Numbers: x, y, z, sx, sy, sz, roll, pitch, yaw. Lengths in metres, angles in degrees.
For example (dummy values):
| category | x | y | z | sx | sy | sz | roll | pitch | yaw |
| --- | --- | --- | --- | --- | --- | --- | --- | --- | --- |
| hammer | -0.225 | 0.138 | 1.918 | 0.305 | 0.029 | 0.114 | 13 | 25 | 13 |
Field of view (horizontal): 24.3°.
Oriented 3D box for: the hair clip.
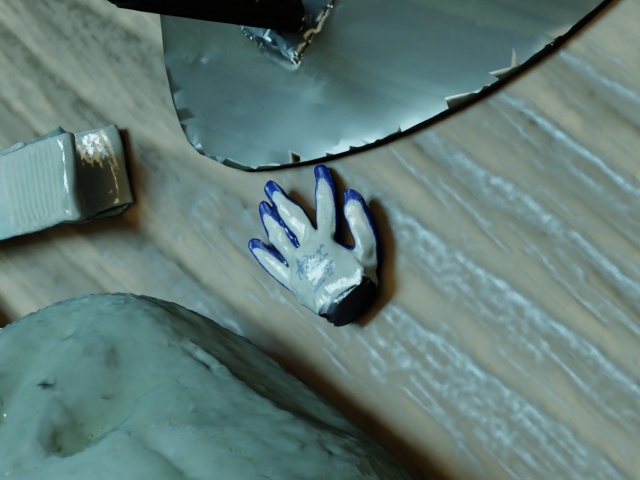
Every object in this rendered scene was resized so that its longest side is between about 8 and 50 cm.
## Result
| category | x | y | z | sx | sy | sz | roll | pitch | yaw |
| --- | --- | --- | --- | --- | --- | --- | --- | --- | --- |
| hair clip | -0.213 | -0.007 | 0.844 | 0.219 | 0.071 | 0.159 | -12 | 78 | 28 |

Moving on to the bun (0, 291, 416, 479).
| category | x | y | z | sx | sy | sz | roll | pitch | yaw |
| --- | --- | --- | --- | --- | --- | --- | --- | --- | --- |
| bun | -0.114 | 0.198 | 0.681 | 0.355 | 0.194 | 0.354 | -6 | 76 | 25 |

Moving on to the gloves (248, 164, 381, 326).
| category | x | y | z | sx | sy | sz | roll | pitch | yaw |
| --- | --- | --- | --- | --- | --- | --- | --- | --- | --- |
| gloves | 0.000 | 0.000 | 0.759 | 0.064 | 0.026 | 0.086 | -48 | 60 | 9 |

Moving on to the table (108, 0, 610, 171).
| category | x | y | z | sx | sy | sz | roll | pitch | yaw |
| --- | --- | --- | --- | --- | --- | --- | --- | --- | --- |
| table | -0.027 | -0.193 | 0.681 | 0.317 | 0.249 | 0.317 | -5 | 78 | 25 |
